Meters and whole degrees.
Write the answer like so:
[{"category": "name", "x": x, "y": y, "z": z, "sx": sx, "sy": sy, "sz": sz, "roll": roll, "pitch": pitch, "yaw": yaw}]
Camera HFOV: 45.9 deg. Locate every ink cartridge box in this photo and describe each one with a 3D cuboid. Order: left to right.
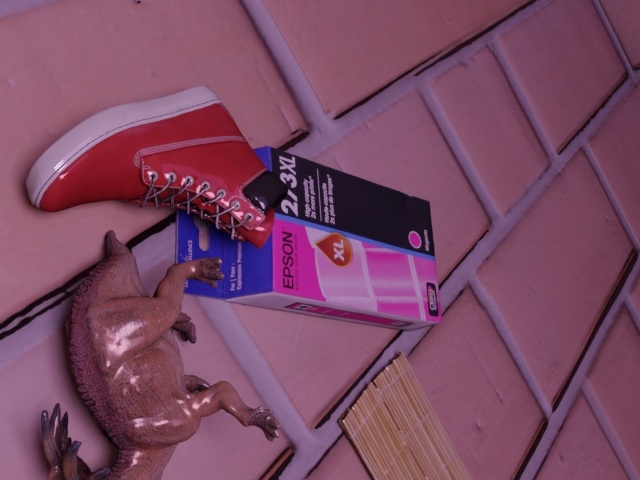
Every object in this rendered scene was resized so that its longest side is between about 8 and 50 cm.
[{"category": "ink cartridge box", "x": 0.000, "y": 0.000, "z": 0.906, "sx": 0.371, "sy": 0.069, "sz": 0.176, "roll": 13, "pitch": 66, "yaw": -38}]

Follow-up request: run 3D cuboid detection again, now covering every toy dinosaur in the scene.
[{"category": "toy dinosaur", "x": -0.171, "y": 0.118, "z": 0.653, "sx": 0.200, "sy": 0.127, "sz": 0.296, "roll": -10, "pitch": 76, "yaw": -39}]

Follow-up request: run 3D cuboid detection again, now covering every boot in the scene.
[{"category": "boot", "x": -0.141, "y": -0.046, "z": 0.733, "sx": 0.176, "sy": 0.088, "sz": 0.244, "roll": 51, "pitch": 45, "yaw": 6}]

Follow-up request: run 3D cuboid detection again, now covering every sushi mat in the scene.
[{"category": "sushi mat", "x": 0.136, "y": 0.308, "z": 0.945, "sx": 0.151, "sy": 0.019, "sz": 0.316, "roll": -36, "pitch": 99, "yaw": -44}]
